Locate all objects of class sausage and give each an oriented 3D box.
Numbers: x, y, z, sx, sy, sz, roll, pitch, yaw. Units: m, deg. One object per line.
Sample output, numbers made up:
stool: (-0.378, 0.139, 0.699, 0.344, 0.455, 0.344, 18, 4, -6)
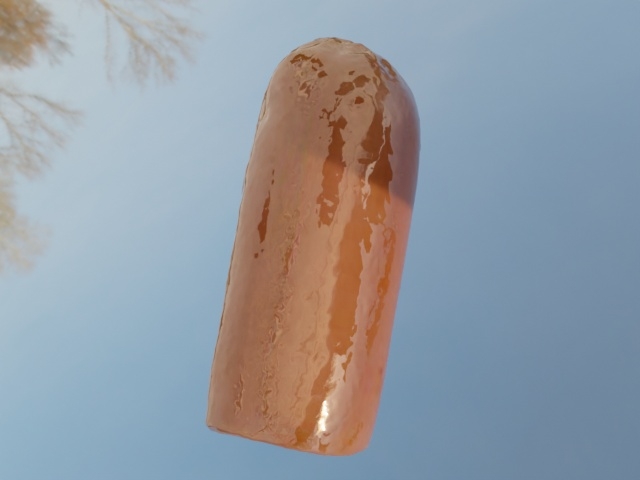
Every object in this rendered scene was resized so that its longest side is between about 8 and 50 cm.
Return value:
sausage: (0.000, 0.000, 0.491, 0.114, 0.114, 0.259, 0, -101, 51)
